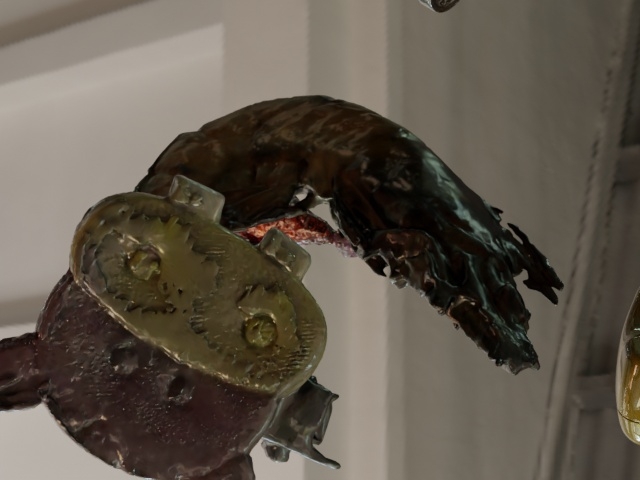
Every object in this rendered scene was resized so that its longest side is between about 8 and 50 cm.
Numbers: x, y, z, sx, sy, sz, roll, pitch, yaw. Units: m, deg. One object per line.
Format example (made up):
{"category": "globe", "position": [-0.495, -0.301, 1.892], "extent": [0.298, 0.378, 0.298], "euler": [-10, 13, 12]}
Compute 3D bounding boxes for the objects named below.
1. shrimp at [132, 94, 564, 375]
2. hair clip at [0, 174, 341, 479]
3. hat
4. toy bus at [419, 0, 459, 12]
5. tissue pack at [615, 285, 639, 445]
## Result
{"category": "shrimp", "position": [0.000, 0.000, 0.884], "extent": [0.365, 0.233, 0.071], "euler": [49, -27, 47]}
{"category": "hair clip", "position": [-0.059, 0.056, 0.624], "extent": [0.146, 0.187, 0.056], "euler": [-59, -155, -5]}
{"category": "hat", "position": [-0.045, -0.031, 1.379], "extent": [0.227, 0.140, 0.129], "euler": [20, -72, 21]}
{"category": "toy bus", "position": [0.024, -0.286, 0.967], "extent": [0.143, 0.329, 0.153], "euler": [38, -74, 29]}
{"category": "tissue pack", "position": [0.345, 0.123, 1.216], "extent": [0.123, 0.178, 0.127], "euler": [6, -59, 18]}
